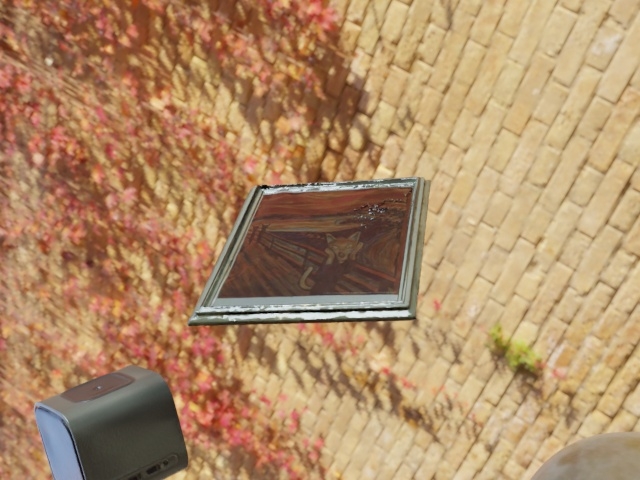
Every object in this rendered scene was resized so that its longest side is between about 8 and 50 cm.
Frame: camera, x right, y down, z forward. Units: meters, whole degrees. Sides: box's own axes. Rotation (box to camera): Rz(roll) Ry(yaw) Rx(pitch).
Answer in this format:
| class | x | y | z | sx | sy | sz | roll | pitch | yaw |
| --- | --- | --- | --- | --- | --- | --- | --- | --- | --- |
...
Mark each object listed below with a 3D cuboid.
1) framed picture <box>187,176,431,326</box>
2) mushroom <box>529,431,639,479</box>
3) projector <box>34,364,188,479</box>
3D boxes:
| class | x | y | z | sx | sy | sz | roll | pitch | yaw |
| --- | --- | --- | --- | --- | --- | --- | --- | --- | --- |
| framed picture | 0.000 | 0.000 | 0.889 | 0.273 | 0.217 | 0.016 | -75 | -22 | -58 |
| mushroom | 0.299 | 0.339 | 0.807 | 0.297 | 0.298 | 0.290 | -47 | -14 | -36 |
| projector | -0.161 | 0.151 | 0.666 | 0.082 | 0.083 | 0.083 | -20 | -77 | -35 |
